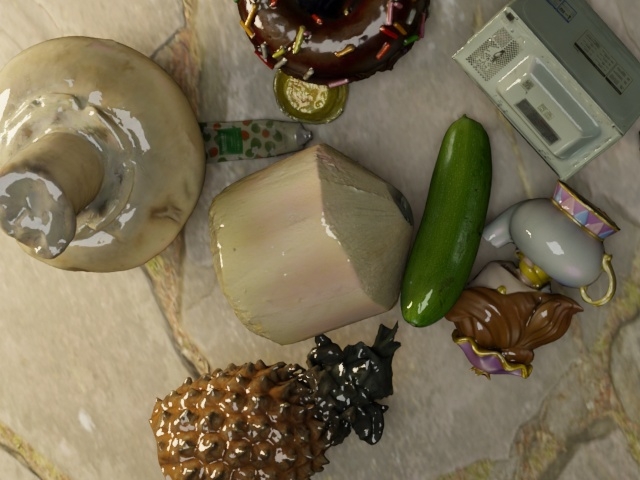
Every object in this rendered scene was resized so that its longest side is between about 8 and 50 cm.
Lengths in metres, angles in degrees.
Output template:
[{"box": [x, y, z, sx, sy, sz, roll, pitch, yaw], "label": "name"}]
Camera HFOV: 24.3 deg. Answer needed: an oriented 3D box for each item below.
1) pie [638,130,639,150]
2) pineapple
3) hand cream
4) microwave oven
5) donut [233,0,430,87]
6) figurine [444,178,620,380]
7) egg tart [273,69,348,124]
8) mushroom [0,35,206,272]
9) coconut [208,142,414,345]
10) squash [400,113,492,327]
[{"box": [0.502, -0.159, 1.858, 0.204, 0.054, 0.218, -1, 100, 10], "label": "pie"}, {"box": [-0.033, 0.233, 1.950, 0.357, 0.223, 0.223, -26, 95, 0], "label": "pineapple"}, {"box": [-0.090, -0.134, 1.977, 0.165, 0.037, 0.057, -3, 99, 16], "label": "hand cream"}, {"box": [0.288, -0.203, 1.824, 0.208, 0.162, 0.122, 48, 135, -1], "label": "microwave oven"}, {"box": [0.013, -0.325, 1.873, 0.270, 0.103, 0.269, 0, 89, 11], "label": "donut"}, {"box": [0.261, 0.056, 1.888, 0.189, 0.142, 0.263, 42, 101, 25], "label": "figurine"}, {"box": [-0.015, -0.198, 1.946, 0.105, 0.039, 0.105, 2, 102, 10], "label": "egg tart"}, {"box": [-0.302, -0.094, 1.863, 0.314, 0.336, 0.314, 2, 108, 6], "label": "mushroom"}, {"box": [0.000, 0.000, 1.881, 0.244, 0.239, 0.239, -19, 96, 12], "label": "coconut"}, {"box": [0.166, -0.022, 1.871, 0.082, 0.082, 0.292, 15, 67, 7], "label": "squash"}]
